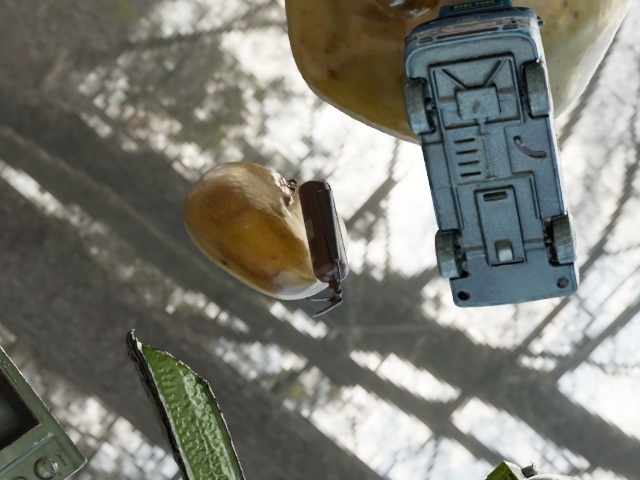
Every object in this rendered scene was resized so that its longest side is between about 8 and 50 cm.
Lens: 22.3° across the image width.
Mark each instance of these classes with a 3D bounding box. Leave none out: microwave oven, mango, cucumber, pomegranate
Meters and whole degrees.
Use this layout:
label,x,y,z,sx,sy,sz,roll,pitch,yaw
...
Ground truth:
label,x,y,z,sx,sy,sz,roll,pitch,yaw
microwave oven,-0.353,0.188,1.570,0.129,0.205,0.163,-36,176,-38
mango,-0.052,-0.012,1.643,0.120,0.177,0.295,-59,-176,-3
cucumber,-0.135,0.188,1.658,0.070,0.220,0.046,-17,169,-32
pomegranate,0.112,-0.235,1.482,0.342,0.342,0.342,-43,-163,17

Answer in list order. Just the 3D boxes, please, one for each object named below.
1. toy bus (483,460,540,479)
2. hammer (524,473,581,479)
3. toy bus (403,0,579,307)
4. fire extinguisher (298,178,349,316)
label,x,y,z,sx,sy,sz,roll,pitch,yaw
toy bus,0.258,0.370,2.034,0.139,0.301,0.113,-42,-120,3
hammer,0.311,0.303,1.435,0.202,0.305,0.113,-159,-88,-81
toy bus,0.142,-0.074,1.330,0.113,0.246,0.134,-8,-151,12
fire extinguisher,0.006,-0.001,1.096,0.046,0.032,0.100,-48,-135,46
